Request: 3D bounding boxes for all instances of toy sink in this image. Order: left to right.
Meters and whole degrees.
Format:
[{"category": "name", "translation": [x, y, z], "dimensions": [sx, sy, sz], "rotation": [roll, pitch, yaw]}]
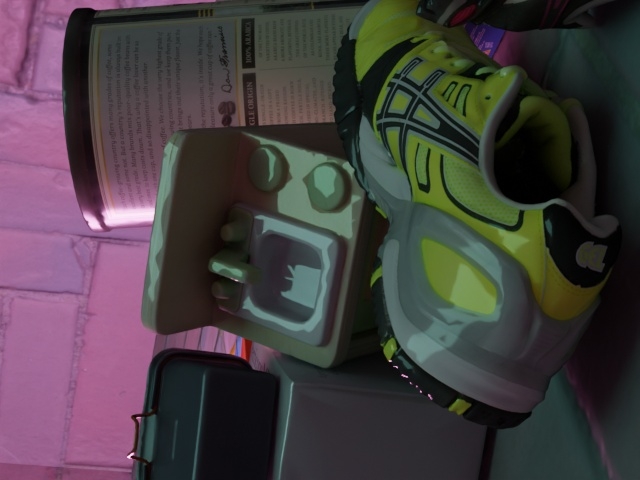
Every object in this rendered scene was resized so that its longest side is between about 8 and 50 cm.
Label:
[{"category": "toy sink", "translation": [0.000, 0.000, 1.045], "dimensions": [0.131, 0.234, 0.153], "rotation": [18, 105, 33]}]

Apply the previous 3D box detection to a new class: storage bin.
[{"category": "storage bin", "translation": [-0.082, 0.144, 1.006], "dimensions": [0.091, 0.098, 0.135], "rotation": [165, 112, -66]}]

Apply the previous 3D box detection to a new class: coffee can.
[{"category": "coffee can", "translation": [-0.074, -0.116, 1.256], "dimensions": [0.201, 0.275, 0.202], "rotation": [-4, -90, -88]}]

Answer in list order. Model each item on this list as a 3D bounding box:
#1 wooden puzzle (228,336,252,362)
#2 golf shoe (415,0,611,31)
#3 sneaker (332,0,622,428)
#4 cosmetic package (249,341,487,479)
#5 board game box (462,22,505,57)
[{"category": "wooden puzzle", "translation": [-0.097, 0.207, 1.849], "dimensions": [0.221, 0.044, 0.239], "rotation": [118, 155, -61]}, {"category": "golf shoe", "translation": [0.150, -0.199, 0.774], "dimensions": [0.273, 0.120, 0.105], "rotation": [137, 144, -67]}, {"category": "sneaker", "translation": [0.108, -0.058, 0.909], "dimensions": [0.147, 0.145, 0.385], "rotation": [-51, 32, 30]}, {"category": "cosmetic package", "translation": [0.005, 0.271, 1.089], "dimensions": [0.217, 0.156, 0.385], "rotation": [-145, 61, -77]}, {"category": "board game box", "translation": [0.103, -0.173, 1.146], "dimensions": [0.201, 0.035, 0.136], "rotation": [113, 160, -53]}]
